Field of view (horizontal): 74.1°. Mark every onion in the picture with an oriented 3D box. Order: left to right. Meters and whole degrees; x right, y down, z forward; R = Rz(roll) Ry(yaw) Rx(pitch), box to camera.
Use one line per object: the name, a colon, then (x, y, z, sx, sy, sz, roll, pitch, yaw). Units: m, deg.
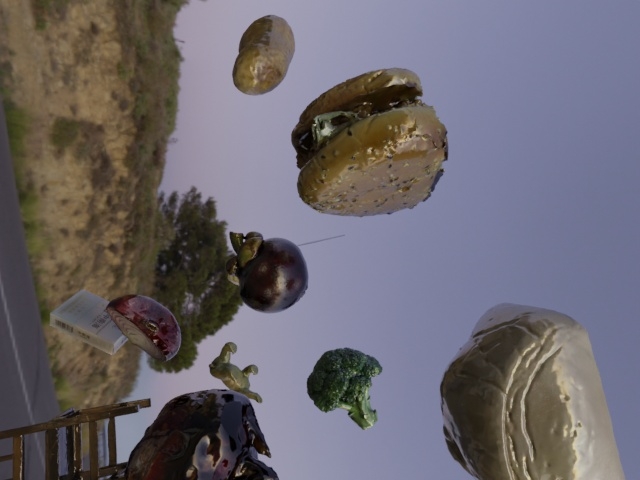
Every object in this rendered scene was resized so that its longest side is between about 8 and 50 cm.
onion: (-0.425, 0.203, 1.063, 0.206, 0.098, 0.151, 49, -43, -10)

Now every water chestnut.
water chestnut: (-0.235, 0.446, 0.862, 0.244, 0.289, 0.288, -37, -123, 23)

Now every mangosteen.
mangosteen: (-0.137, 0.066, 1.011, 0.194, 0.231, 0.194, -51, -172, 10)

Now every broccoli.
broccoli: (0.092, 0.472, 1.374, 0.270, 0.270, 0.270, 59, -30, 2)

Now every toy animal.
toy animal: (-0.242, 0.400, 1.213, 0.218, 0.101, 0.103, 55, 19, -29)

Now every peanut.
peanut: (-0.123, -0.385, 0.893, 0.110, 0.120, 0.236, 117, -9, -53)

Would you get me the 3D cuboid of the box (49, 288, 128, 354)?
box: (-0.775, 0.279, 1.471, 0.155, 0.243, 0.067, -64, 177, -58)

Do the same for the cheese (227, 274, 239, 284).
cheese: (-0.199, 0.125, 1.329, 0.123, 0.167, 0.093, 82, 34, -86)

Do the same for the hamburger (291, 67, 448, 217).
hamburger: (0.081, -0.171, 0.847, 0.318, 0.277, 0.195, 86, -8, -69)

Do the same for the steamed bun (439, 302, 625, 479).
steamed bun: (0.344, 0.315, 0.737, 0.247, 0.237, 0.382, -179, -107, -82)

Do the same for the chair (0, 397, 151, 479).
chair: (-0.665, 0.545, 1.084, 0.240, 0.417, 0.202, 134, -51, -70)

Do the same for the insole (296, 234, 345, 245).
insole: (0.000, 0.000, 1.276, 0.053, 0.153, 0.002, -43, 120, -81)
